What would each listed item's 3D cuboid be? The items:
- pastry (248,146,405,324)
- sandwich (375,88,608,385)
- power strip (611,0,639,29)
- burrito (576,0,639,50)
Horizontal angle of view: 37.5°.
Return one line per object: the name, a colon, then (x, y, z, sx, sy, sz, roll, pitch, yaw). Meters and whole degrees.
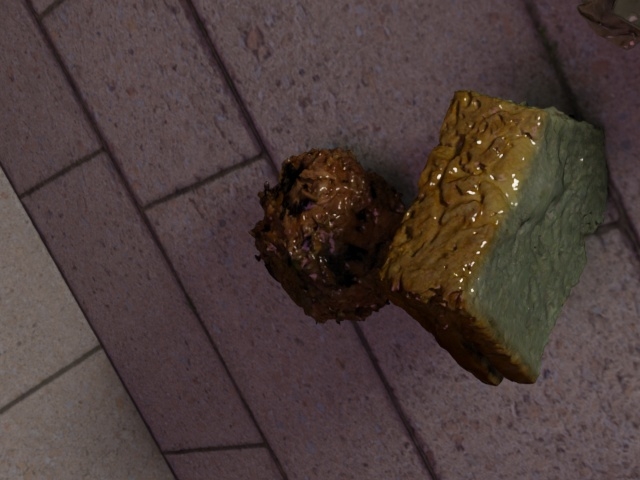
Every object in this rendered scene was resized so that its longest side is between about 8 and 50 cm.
pastry: (0.000, 0.000, 1.368, 0.275, 0.193, 0.274, 24, 131, 30)
sandwich: (0.217, -0.020, 1.090, 0.131, 0.325, 0.262, 12, 158, 38)
power strip: (0.412, -0.203, 0.920, 0.272, 0.052, 0.078, 29, 136, 4)
burrito: (0.366, -0.306, 0.936, 0.082, 0.059, 0.275, 39, 138, 2)
